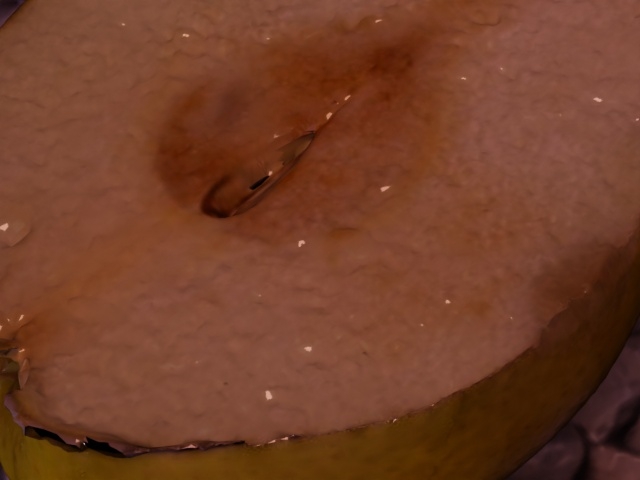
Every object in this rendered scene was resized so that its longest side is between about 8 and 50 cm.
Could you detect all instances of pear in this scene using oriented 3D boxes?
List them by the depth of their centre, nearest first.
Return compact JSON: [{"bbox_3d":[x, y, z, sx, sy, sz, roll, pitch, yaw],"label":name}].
[{"bbox_3d":[0.000,0.000,0.955,0.386,0.191,0.340,-35,54,-19],"label":"pear"}]
